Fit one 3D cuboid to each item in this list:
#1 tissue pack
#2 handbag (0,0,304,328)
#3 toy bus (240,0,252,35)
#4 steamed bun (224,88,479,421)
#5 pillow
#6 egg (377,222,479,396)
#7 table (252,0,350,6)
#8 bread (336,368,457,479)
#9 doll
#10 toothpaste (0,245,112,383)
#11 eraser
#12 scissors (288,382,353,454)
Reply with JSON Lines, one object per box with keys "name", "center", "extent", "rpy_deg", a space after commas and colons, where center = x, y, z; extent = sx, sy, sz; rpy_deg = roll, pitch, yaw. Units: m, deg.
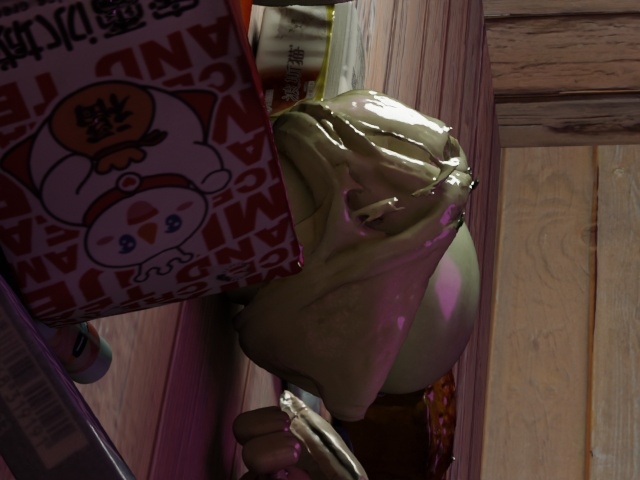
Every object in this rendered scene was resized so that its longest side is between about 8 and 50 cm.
{"name": "tissue pack", "center": [-0.013, -0.143, 1.814], "extent": [0.106, 0.099, 0.149], "rpy_deg": [78, 15, -53]}
{"name": "handbag", "center": [-0.106, -0.071, 1.024], "extent": [0.151, 0.171, 0.298], "rpy_deg": [-105, 178, -52]}
{"name": "toy bus", "center": [-0.090, -0.225, 1.480], "extent": [0.079, 0.077, 0.174], "rpy_deg": [66, 26, -65]}
{"name": "steamed bun", "center": [0.000, 0.000, 1.665], "extent": [0.268, 0.207, 0.280], "rpy_deg": [-67, 180, -65]}
{"name": "pillow", "center": [0.024, 0.291, 1.847], "extent": [0.173, 0.067, 0.270], "rpy_deg": [45, -26, 50]}
{"name": "egg", "center": [0.079, 0.042, 2.041], "extent": [0.186, 0.186, 0.253], "rpy_deg": [20, 71, -78]}
{"name": "table", "center": [-0.020, -0.332, 1.727], "extent": [0.126, 0.126, 0.220], "rpy_deg": [-56, 144, -71]}
{"name": "bread", "center": [0.096, 0.208, 2.250], "extent": [0.232, 0.135, 0.247], "rpy_deg": [-32, 120, -78]}
{"name": "doll", "center": [-0.023, 0.283, 1.680], "extent": [0.154, 0.119, 0.278], "rpy_deg": [-114, -169, -54]}
{"name": "toothpaste", "center": [-0.176, 0.039, 1.131], "extent": [0.205, 0.036, 0.056], "rpy_deg": [56, 32, -63]}
{"name": "eraser", "center": [-0.147, 0.078, 0.939], "extent": [0.212, 0.046, 0.092], "rpy_deg": [53, -7, 27]}
{"name": "scissors", "center": [-0.017, 0.163, 1.951], "extent": [0.256, 0.029, 0.383], "rpy_deg": [-61, 146, -61]}
